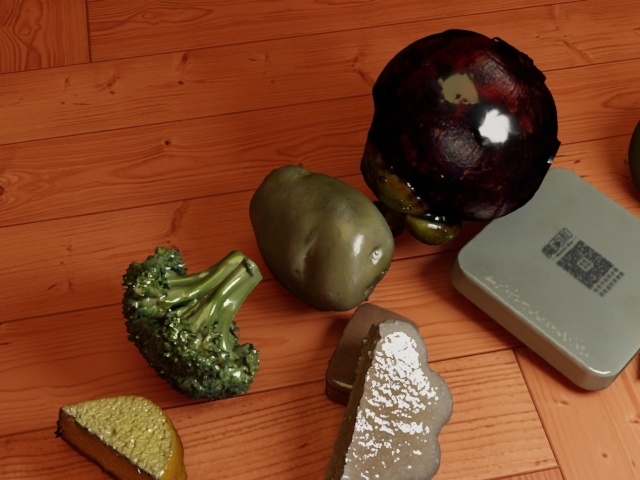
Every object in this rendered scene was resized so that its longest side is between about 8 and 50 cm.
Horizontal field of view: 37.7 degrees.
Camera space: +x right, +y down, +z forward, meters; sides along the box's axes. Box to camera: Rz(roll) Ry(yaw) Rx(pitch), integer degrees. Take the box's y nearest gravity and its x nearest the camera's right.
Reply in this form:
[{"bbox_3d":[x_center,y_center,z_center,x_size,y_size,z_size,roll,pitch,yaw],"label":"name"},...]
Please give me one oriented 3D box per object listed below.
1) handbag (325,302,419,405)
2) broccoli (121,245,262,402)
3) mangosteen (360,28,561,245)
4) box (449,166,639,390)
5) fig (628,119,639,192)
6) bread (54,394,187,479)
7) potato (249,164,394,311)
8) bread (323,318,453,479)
[{"bbox_3d":[0.101,0.220,1.725,0.151,0.072,0.193,20,52,15],"label":"handbag"},{"bbox_3d":[-0.231,0.142,1.682,0.235,0.288,0.260,-11,37,43],"label":"broccoli"},{"bbox_3d":[0.266,-0.185,1.792,0.381,0.421,0.381,7,28,-4],"label":"mangosteen"},{"bbox_3d":[0.488,0.062,1.808,0.373,0.090,0.367,40,60,21],"label":"box"},{"bbox_3d":[0.794,-0.198,1.913,0.316,0.316,0.316,0,51,0],"label":"fig"},{"bbox_3d":[-0.317,0.340,1.590,0.260,0.129,0.134,27,48,19],"label":"bread"},{"bbox_3d":[0.000,0.000,1.794,0.221,0.243,0.326,-34,43,-25],"label":"potato"},{"bbox_3d":[0.124,0.309,1.589,0.183,0.102,0.337,22,74,-15],"label":"bread"}]
